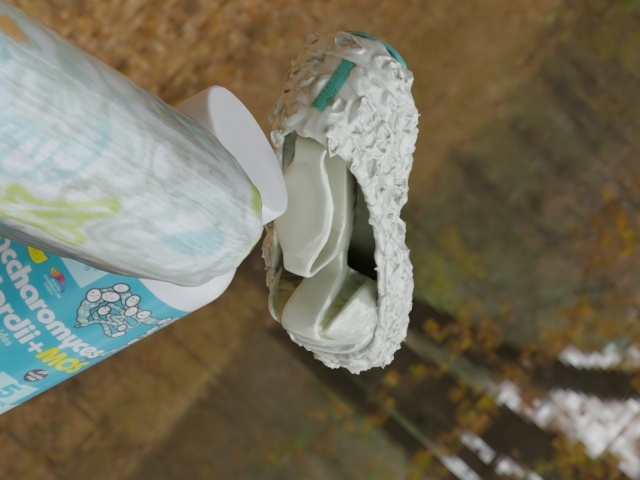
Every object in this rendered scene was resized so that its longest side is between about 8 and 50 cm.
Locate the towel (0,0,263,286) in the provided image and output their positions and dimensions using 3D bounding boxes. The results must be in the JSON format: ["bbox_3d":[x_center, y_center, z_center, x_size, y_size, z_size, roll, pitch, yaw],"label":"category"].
[{"bbox_3d":[-0.246,-0.094,0.758,0.320,0.374,0.090,26,82,-48],"label":"towel"}]

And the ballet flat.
[{"bbox_3d":[0.000,0.000,1.585,0.147,0.147,0.409,-47,152,-34],"label":"ballet flat"}]

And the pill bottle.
[{"bbox_3d":[-0.155,0.002,1.190,0.264,0.146,0.146,-29,-175,17],"label":"pill bottle"}]
